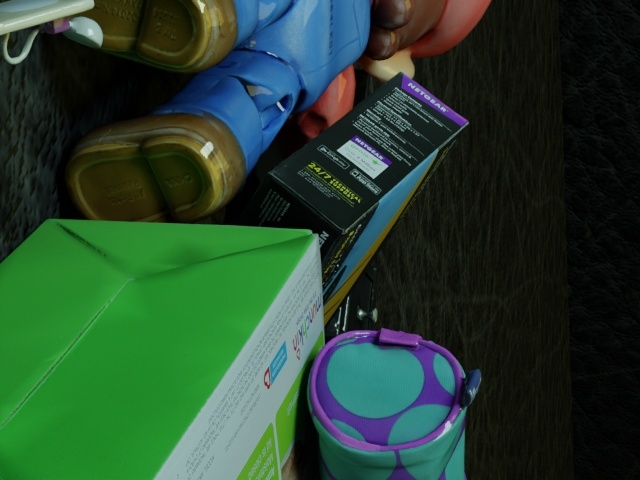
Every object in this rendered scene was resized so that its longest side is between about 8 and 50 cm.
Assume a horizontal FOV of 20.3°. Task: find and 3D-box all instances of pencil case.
[{"bbox_3d":[0.034,0.105,0.725,0.152,0.064,0.070,82,29,-43],"label":"pencil case"}]

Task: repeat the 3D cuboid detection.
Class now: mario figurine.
[{"bbox_3d":[-0.038,-0.113,0.867,0.198,0.170,0.320,-53,173,31],"label":"mario figurine"}]

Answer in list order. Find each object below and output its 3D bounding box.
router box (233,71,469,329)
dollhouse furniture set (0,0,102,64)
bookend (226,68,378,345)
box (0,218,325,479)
[{"bbox_3d":[-0.016,0.018,0.818,0.179,0.046,0.133,-56,171,36],"label":"router box"},{"bbox_3d":[-0.117,-0.067,0.469,0.081,0.114,0.091,-25,114,-41],"label":"dollhouse furniture set"},{"bbox_3d":[0.000,0.000,1.055,0.157,0.072,0.156,57,38,-68],"label":"bookend"},{"bbox_3d":[-0.079,0.145,0.654,0.262,0.127,0.231,-58,149,-63],"label":"box"}]
